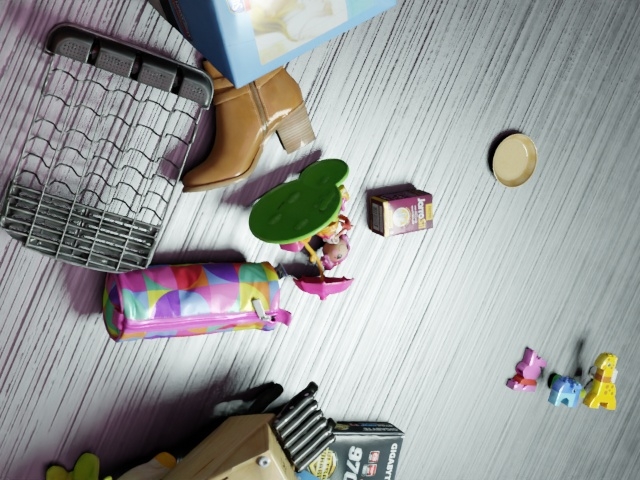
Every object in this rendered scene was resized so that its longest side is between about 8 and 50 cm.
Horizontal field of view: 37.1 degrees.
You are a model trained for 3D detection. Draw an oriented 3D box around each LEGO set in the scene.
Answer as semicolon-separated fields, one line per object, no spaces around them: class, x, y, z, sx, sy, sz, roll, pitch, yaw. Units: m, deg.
LEGO set;0.435;0.222;1.584;0.227;0.087;0.093;9;100;-29

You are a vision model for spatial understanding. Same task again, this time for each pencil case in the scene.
pencil case;-0.161;0.077;1.236;0.236;0.104;0.104;-3;105;-23

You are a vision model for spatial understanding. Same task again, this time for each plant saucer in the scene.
plant saucer;0.294;-0.123;1.458;0.083;0.015;0.083;-7;107;-25

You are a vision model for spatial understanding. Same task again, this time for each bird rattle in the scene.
bird rattle;-0.253;0.397;1.273;0.207;0.143;0.253;-31;120;-34

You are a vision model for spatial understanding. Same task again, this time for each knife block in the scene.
knife block;-0.111;0.295;1.285;0.276;0.242;0.088;-26;102;1

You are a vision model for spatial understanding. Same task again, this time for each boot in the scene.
boot;-0.117;-0.159;1.221;0.197;0.073;0.152;-31;108;-14

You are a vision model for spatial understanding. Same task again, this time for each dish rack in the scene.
dish rack;-0.259;-0.102;1.143;0.208;0.074;0.271;18;100;-17

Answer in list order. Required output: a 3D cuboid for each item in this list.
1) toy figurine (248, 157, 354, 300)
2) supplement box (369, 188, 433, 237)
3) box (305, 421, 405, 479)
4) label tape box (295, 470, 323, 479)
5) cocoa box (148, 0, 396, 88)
toy figurine;0.000;0.000;1.311;0.173;0.130;0.159;-53;137;-33
supplement box;0.117;-0.040;1.377;0.083;0.043;0.055;-11;107;-24
box;0.022;0.383;1.442;0.175;0.051;0.220;7;100;-28
label tape box;0.060;0.510;1.312;0.249;0.348;0.115;-59;164;-23
cocoa box;-0.083;-0.387;1.005;0.231;0.228;0.347;-31;141;-16
